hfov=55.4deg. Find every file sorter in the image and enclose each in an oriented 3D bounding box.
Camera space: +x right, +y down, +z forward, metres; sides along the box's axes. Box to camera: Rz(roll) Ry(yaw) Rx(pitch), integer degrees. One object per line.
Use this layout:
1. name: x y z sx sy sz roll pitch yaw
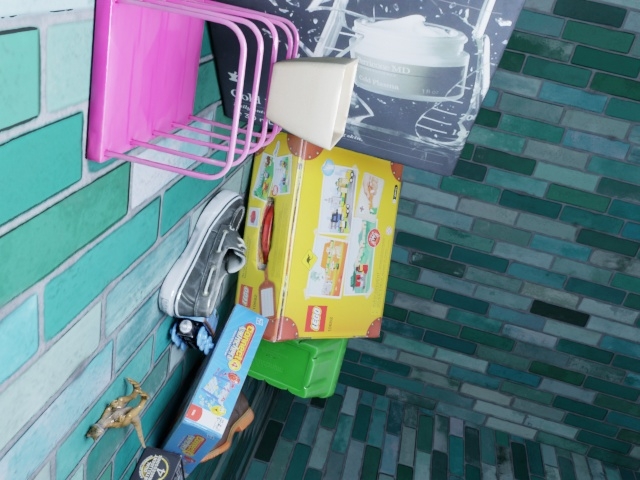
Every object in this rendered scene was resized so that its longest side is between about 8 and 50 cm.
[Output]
1. file sorter: -0.152 -0.216 0.827 0.290 0.182 0.202 -61 165 -66

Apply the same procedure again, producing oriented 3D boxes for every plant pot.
1. plant pot: -0.014 -0.193 0.813 0.109 0.096 0.109 -62 164 -66

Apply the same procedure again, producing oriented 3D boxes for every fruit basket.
1. fruit basket: -0.085 0.330 2.020 0.392 0.392 0.282 -41 146 -80

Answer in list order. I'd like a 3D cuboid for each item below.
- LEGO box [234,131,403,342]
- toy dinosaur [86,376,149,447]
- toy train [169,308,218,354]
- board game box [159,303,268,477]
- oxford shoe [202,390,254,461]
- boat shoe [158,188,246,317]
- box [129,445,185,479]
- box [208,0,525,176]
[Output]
1. LEGO box: 0.000 0.000 1.599 0.373 0.193 0.500 7 91 -43
2. toy dinosaur: -0.343 0.304 1.065 0.112 0.064 0.211 -56 163 -6
3. toy train: -0.268 0.180 1.306 0.184 0.080 0.105 94 6 -69
4. board game box: -0.253 0.348 1.401 0.308 0.086 0.302 -54 -168 47
5. oxford shoe: -0.315 0.524 1.743 0.364 0.130 0.132 -29 102 -73
6. boat shoe: -0.209 0.032 1.252 0.121 0.119 0.335 99 9 -50
7. box: -0.393 0.688 1.342 0.394 0.097 0.318 99 6 -47
8. box: 0.077 -0.400 1.053 0.471 0.480 0.297 94 14 -63
